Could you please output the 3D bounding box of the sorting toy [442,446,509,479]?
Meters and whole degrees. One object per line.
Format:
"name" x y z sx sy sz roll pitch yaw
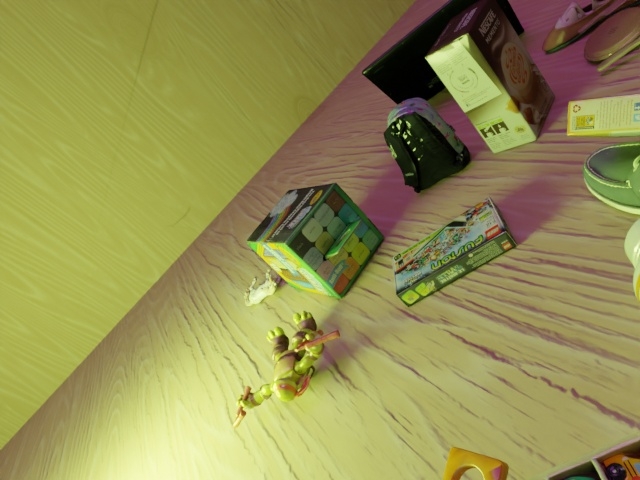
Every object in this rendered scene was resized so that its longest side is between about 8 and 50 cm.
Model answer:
"sorting toy" 0.099 0.357 0.399 0.347 0.047 0.196 -63 23 -10

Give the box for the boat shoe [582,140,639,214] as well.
"boat shoe" 0.432 -0.090 0.556 0.116 0.099 0.319 -47 22 1

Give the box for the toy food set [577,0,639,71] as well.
"toy food set" 0.578 -0.394 0.921 0.132 0.038 0.192 -35 29 40

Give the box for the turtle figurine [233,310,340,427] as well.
"turtle figurine" -0.047 0.218 0.873 0.269 0.087 0.217 -47 13 18

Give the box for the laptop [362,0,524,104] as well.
"laptop" 0.348 -0.586 1.393 0.382 0.408 0.236 -33 59 29

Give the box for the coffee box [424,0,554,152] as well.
"coffee box" 0.331 -0.313 0.918 0.098 0.246 0.141 -13 39 53

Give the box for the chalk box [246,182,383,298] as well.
"chalk box" 0.000 0.000 1.050 0.180 0.179 0.289 -52 24 -17

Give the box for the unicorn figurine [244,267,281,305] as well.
"unicorn figurine" -0.146 0.121 1.261 0.162 0.060 0.111 -52 18 28

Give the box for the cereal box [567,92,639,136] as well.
"cereal box" 0.431 -0.142 0.528 0.173 0.047 0.240 -9 13 -39

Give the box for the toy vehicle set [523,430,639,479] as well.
"toy vehicle set" 0.233 0.286 0.338 0.166 0.035 0.267 -37 24 20

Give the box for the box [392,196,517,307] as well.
"box" 0.219 0.020 0.817 0.207 0.036 0.114 -35 25 23

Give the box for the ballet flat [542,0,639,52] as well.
"ballet flat" 0.583 -0.501 1.034 0.232 0.073 0.080 -24 30 41

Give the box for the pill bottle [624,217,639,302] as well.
"pill bottle" 0.356 0.055 0.416 0.118 0.117 0.208 -34 25 25

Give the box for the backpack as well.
"backpack" 0.216 -0.213 1.031 0.152 0.182 0.115 -33 25 30
